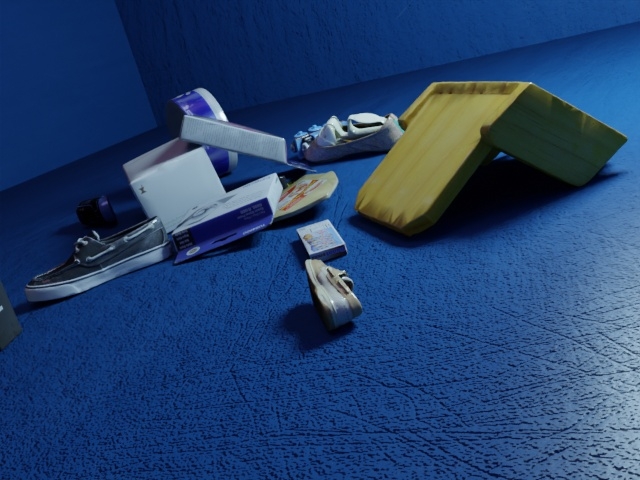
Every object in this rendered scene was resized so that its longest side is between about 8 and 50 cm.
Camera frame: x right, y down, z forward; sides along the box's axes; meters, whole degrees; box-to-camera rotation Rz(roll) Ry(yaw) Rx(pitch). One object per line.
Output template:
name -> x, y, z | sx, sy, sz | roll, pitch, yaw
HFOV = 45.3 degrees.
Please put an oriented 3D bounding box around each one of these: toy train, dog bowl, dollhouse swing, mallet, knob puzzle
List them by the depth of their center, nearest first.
dollhouse swing -> 0.289, -0.117, 1.401 | 0.315, 0.305, 0.347 | 22, 2, -22
knob puzzle -> -0.036, -0.085, 1.619 | 0.213, 0.030, 0.213 | -25, 20, 10
mallet -> -0.072, -0.123, 1.820 | 0.039, 0.062, 0.190 | -10, 3, 16
toy train -> 0.006, -0.290, 2.202 | 0.184, 0.080, 0.105 | -23, 24, -23
dog bowl -> -0.356, -0.311, 2.281 | 0.104, 0.265, 0.265 | -26, 19, -23

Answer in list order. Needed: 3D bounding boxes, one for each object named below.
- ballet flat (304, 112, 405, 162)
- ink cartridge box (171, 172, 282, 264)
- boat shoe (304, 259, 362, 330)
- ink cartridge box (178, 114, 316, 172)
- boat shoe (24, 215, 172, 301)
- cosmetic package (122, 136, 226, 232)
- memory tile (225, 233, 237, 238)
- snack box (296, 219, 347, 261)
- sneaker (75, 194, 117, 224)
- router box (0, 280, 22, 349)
ballet flat -> 0.076, -0.282, 2.021 | 0.316, 0.106, 0.107 | -7, 44, 31
ink cartridge box -> -0.193, -0.051, 1.583 | 0.223, 0.045, 0.224 | -22, 20, 11
boat shoe -> 0.018, 0.070, 1.057 | 0.059, 0.063, 0.170 | -15, 26, -6
ink cartridge box -> -0.174, -0.248, 1.921 | 0.330, 0.071, 0.324 | 12, 7, -7
boat shoe -> -0.453, 0.031, 1.545 | 0.301, 0.102, 0.108 | -21, 17, -15
cosmetic package -> -0.374, -0.147, 1.928 | 0.197, 0.155, 0.365 | -27, 19, -9
memory tile -> -0.166, -0.040, 1.620 | 0.113, 0.012, 0.148 | -36, 21, -21
snack box -> 0.000, 0.000, 1.357 | 0.064, 0.022, 0.178 | -17, 16, -4
sneaker -> -0.619, -0.075, 2.107 | 0.090, 0.081, 0.232 | -25, 11, -17
router box -> -0.689, 0.061, 1.309 | 0.243, 0.308, 0.081 | -12, 18, 11
